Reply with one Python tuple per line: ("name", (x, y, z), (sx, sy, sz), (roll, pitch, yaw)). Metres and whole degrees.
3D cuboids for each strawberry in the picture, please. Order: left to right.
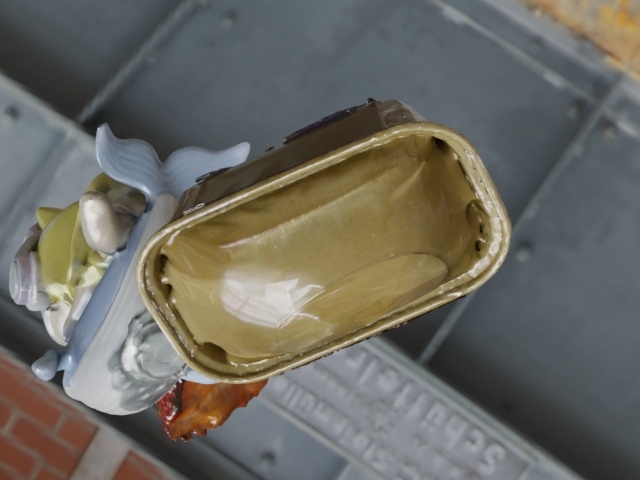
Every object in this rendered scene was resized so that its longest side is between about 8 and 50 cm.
("strawberry", (-0.098, 0.084, 1.373), (0.085, 0.192, 0.140), (9, 179, 39))

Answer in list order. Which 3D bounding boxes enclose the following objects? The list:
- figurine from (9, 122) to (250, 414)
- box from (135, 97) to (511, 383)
("figurine", (-0.118, 0.018, 0.927), (0.128, 0.209, 0.184), (7, -150, -28))
("box", (0.000, 0.000, 0.738), (0.111, 0.177, 0.111), (-25, -90, -82))
